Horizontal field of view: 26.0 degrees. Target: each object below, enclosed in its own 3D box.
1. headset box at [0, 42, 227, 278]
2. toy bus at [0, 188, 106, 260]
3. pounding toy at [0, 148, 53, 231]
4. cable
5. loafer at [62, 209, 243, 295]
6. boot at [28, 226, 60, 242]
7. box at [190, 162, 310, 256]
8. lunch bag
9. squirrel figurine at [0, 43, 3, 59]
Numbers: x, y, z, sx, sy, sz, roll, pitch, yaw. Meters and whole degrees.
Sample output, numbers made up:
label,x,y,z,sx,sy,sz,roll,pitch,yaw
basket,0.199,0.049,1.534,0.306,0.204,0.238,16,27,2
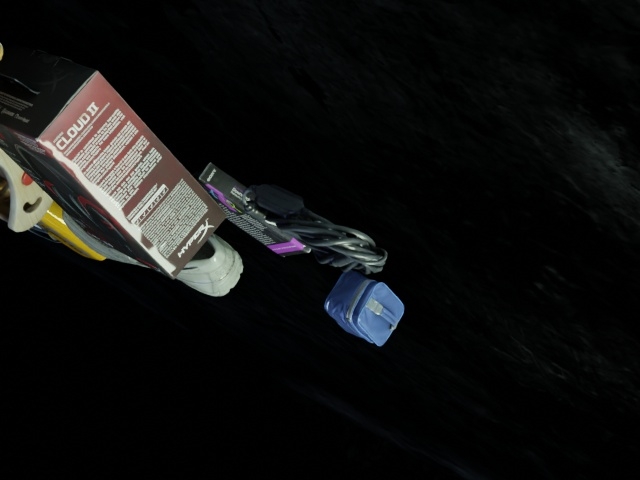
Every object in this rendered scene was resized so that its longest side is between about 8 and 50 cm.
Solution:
label,x,y,z,sx,sy,sz,roll,pitch,yaw
headset box,-0.280,-0.106,1.647,0.218,0.110,0.293,23,159,48
toy bus,-0.480,-0.100,2.291,0.332,0.108,0.130,38,167,-28
pounding toy,-0.488,-0.120,2.107,0.154,0.154,0.269,27,168,23
cable,0.000,0.000,1.572,0.184,0.047,0.150,24,166,34
loafer,-0.264,-0.013,2.106,0.319,0.112,0.111,19,160,23
boot,-0.434,-0.024,2.501,0.219,0.106,0.082,28,168,23
box,-0.089,-0.036,1.708,0.162,0.029,0.116,33,168,-13
lunch bag,0.060,0.088,1.734,0.065,0.067,0.098,24,167,38
squirrel figurine,-0.474,-0.116,1.548,0.370,0.281,0.397,-12,115,49
